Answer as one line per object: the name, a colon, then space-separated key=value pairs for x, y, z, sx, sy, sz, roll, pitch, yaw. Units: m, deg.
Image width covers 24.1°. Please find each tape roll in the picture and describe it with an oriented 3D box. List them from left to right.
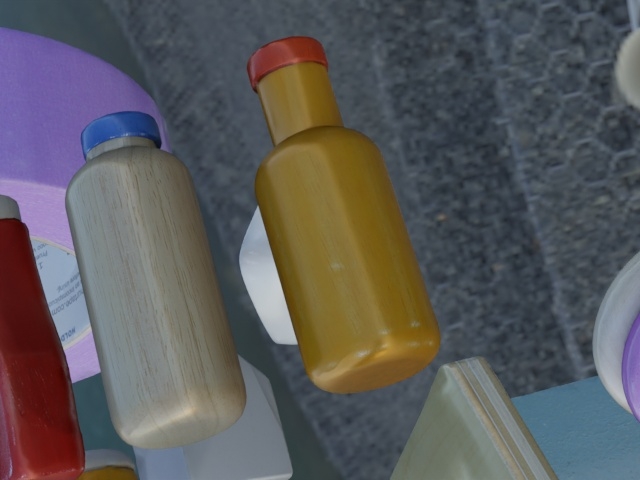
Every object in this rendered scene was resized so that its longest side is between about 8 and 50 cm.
tape roll: x=-0.210 y=0.000 z=0.786 sx=0.275 sy=0.275 sz=0.090 roll=-47 pitch=47 yaw=49

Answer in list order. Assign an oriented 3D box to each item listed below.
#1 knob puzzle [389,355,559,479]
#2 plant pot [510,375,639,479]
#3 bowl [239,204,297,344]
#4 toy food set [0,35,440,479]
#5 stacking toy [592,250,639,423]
knob puzzle: x=0.059 y=0.145 z=0.359 sx=0.213 sy=0.030 sz=0.213 roll=46 pitch=145 yaw=48
plant pot: x=0.265 y=0.314 z=1.472 sx=0.252 sy=0.247 sz=0.247 roll=-108 pitch=5 yaw=-60
bowl: x=0.000 y=0.000 z=1.134 sx=0.053 sy=0.142 sz=0.142 roll=11 pitch=149 yaw=21
toy food set: x=-0.067 y=0.033 z=0.496 sx=0.232 sy=0.111 sz=0.104 roll=-44 pitch=56 yaw=52
stacking toy: x=0.277 y=0.118 z=0.805 sx=0.330 sy=0.141 sz=0.141 roll=-123 pitch=34 yaw=-58
